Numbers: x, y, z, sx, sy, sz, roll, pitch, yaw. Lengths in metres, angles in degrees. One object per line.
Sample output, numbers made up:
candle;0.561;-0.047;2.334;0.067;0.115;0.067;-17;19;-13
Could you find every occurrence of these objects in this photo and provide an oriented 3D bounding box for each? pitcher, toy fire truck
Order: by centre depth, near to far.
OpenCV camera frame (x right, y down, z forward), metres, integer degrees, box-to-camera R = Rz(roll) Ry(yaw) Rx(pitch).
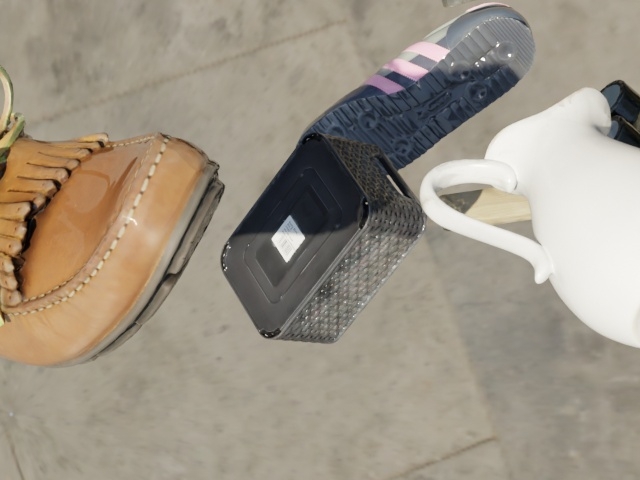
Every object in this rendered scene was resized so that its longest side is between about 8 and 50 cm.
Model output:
pitcher;0.184;-0.009;1.135;0.178;0.125;0.207;-20;44;-13
toy fire truck;0.255;-0.030;1.652;0.158;0.246;0.217;35;40;-19

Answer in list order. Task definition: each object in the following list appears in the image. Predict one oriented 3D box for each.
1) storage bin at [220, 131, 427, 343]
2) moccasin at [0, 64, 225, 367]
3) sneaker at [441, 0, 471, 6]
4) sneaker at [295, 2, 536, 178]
storage bin;0.000;0.000;1.489;0.084;0.180;0.122;9;38;-46
moccasin;-0.190;-0.013;0.935;0.147;0.380;0.139;40;70;-27
sneaker;0.203;-0.357;1.782;0.222;0.083;0.118;-30;111;-15
sneaker;0.113;-0.175;1.881;0.319;0.131;0.112;-29;111;14
